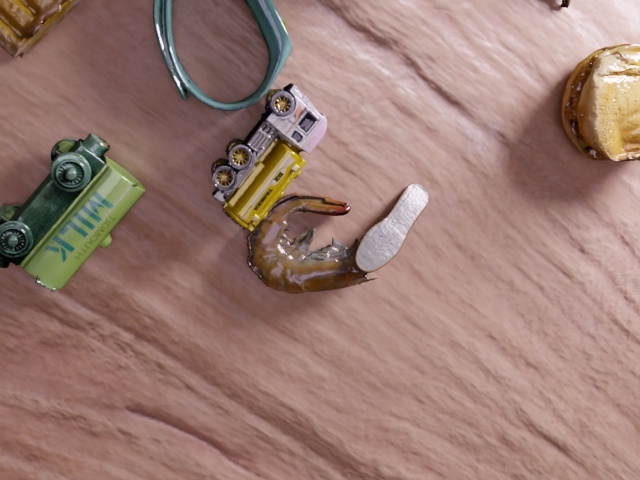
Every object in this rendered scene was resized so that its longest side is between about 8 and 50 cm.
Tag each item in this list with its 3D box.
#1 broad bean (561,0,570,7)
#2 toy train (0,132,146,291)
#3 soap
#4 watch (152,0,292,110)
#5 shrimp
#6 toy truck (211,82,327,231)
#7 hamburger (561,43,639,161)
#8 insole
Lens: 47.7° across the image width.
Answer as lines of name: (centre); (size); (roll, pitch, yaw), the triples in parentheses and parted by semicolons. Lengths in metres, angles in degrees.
broad bean: (0.388, -0.479, 1.153); (0.048, 0.070, 0.214); (-11, 114, 11)
toy train: (-0.386, -0.037, 1.111); (0.157, 0.105, 0.253); (40, 93, -29)
soap: (-0.471, -0.391, 1.027); (0.140, 0.073, 0.232); (-45, 104, 1)
watch: (-0.155, -0.317, 1.101); (0.195, 0.068, 0.237); (-27, 108, 0)
shrimp: (0.000, 0.000, 1.200); (0.253, 0.058, 0.173); (-13, 96, -7)
toy truck: (-0.083, -0.131, 1.134); (0.114, 0.098, 0.227); (37, 96, -16)
hamburger: (0.506, -0.227, 1.200); (0.213, 0.108, 0.214); (-2, 103, -8)
insole: (0.120, -0.021, 1.197); (0.064, 0.004, 0.188); (40, 69, -6)
